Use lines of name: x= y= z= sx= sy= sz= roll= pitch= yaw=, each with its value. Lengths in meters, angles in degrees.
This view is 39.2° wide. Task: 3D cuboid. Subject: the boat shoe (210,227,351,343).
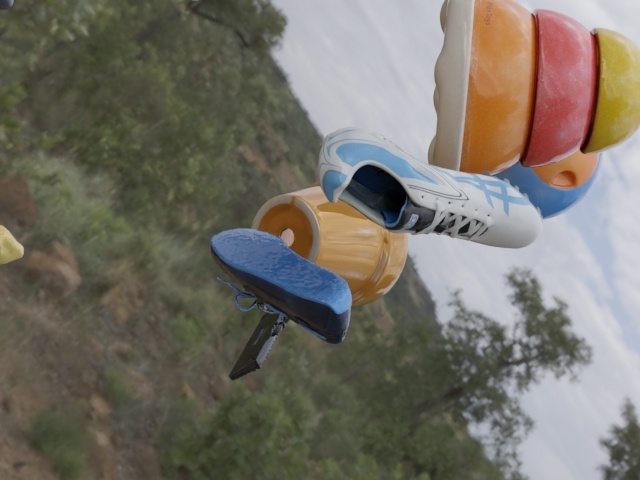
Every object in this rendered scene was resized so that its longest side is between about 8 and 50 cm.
boat shoe: x=-0.065 y=0.063 z=1.182 sx=0.258 sy=0.109 sz=0.089 roll=34 pitch=-43 yaw=47

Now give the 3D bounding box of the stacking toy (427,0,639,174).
stacking toy: x=0.429 y=-0.245 z=1.504 sx=0.350 sy=0.479 sz=0.351 roll=5 pitch=90 yaw=-83

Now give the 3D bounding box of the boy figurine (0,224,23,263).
boy figurine: x=-0.703 y=-0.028 z=1.781 sx=0.285 sy=0.092 sz=0.177 roll=37 pitch=51 yaw=-62

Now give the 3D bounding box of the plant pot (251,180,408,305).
plant pot: x=0.000 y=0.000 z=1.359 sx=0.188 sy=0.205 sz=0.205 roll=3 pitch=48 yaw=-57

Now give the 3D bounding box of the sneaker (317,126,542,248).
sneaker: x=0.104 y=-0.032 z=0.847 sx=0.237 sy=0.085 sz=0.086 roll=19 pitch=52 yaw=-18

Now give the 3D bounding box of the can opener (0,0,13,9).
can opener: x=-0.490 y=-0.473 z=1.295 sx=0.284 sy=0.075 sz=0.095 roll=83 pitch=-6 yaw=-46

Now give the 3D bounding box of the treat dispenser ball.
treat dispenser ball: x=0.463 y=-0.188 z=1.951 sx=0.288 sy=0.288 sz=0.288 roll=56 pitch=0 yaw=-1

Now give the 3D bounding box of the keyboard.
keyboard: x=-0.090 y=0.166 z=1.559 sx=0.023 sy=0.108 sz=0.180 roll=45 pitch=36 yaw=-13
